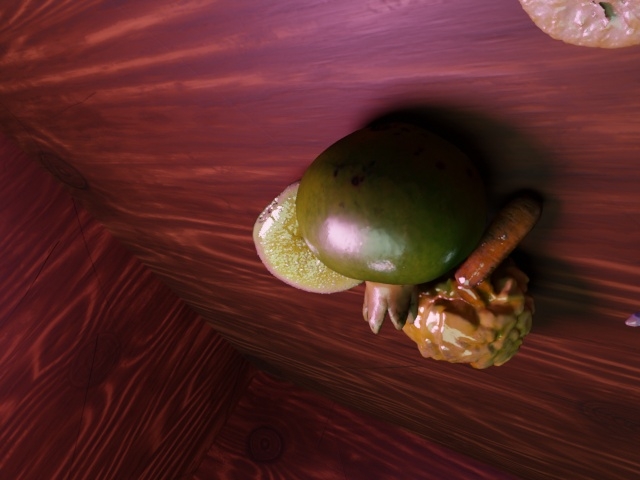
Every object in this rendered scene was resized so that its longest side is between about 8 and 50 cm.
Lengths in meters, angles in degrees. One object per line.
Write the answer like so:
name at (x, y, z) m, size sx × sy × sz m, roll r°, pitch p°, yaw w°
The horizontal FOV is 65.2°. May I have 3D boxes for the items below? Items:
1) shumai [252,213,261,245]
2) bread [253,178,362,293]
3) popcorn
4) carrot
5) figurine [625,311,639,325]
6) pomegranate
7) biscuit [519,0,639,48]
shumai at (-0.045, -0.017, 1.193) m, size 0.206 × 0.166 × 0.175 m, roll 24°, pitch 127°, yaw -31°
bread at (0.003, 0.004, 1.089) m, size 0.302 × 0.045 × 0.301 m, roll 3°, pitch 123°, yaw 4°
popcorn at (0.276, 0.148, 1.000) m, size 0.265 × 0.225 × 0.332 m, roll 20°, pitch 152°, yaw 24°
carrot at (0.287, 0.005, 0.816) m, size 0.060 × 0.186 × 0.060 m, roll 33°, pitch -165°, yaw -10°
figurine at (0.617, 0.196, 0.662) m, size 0.382 × 0.204 × 0.224 m, roll 17°, pitch -178°, yaw -20°
pomegranate at (0.095, -0.010, 0.821) m, size 0.310 × 0.216 × 0.358 m, roll 9°, pitch 108°, yaw 34°
biscuit at (0.283, -0.278, 0.471) m, size 0.220 × 0.033 × 0.219 m, roll 25°, pitch 152°, yaw 14°
